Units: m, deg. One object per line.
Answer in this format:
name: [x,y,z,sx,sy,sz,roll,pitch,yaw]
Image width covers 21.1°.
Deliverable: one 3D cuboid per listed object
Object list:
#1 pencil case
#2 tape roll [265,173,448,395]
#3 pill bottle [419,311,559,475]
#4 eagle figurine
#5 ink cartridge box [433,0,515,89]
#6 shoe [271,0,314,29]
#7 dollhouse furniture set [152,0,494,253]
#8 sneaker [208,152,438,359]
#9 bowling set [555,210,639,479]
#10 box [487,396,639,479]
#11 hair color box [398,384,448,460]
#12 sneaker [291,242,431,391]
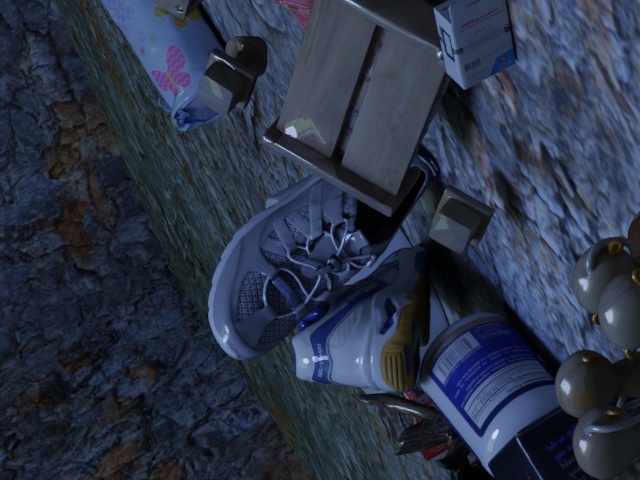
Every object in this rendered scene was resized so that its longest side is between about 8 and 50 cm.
pencil case: [-0.212,-0.283,2.335,0.273,0.113,0.124,59,147,15]
tape roll: [0.045,0.051,2.047,0.286,0.100,0.286,57,168,19]
pill bottle: [0.185,0.165,1.641,0.187,0.112,0.112,52,166,43]
eagle figurine: [0.180,0.295,1.840,0.226,0.225,0.298,35,143,45]
ink cartridge box: [0.115,-0.160,1.287,0.028,0.048,0.083,51,165,42]
shoe: [-0.010,-0.226,1.663,0.178,0.063,0.081,19,131,68]
dollhouse furniture set: [0.051,-0.213,1.458,0.355,0.174,0.303,31,140,8]
sneaker: [0.000,0.000,1.663,0.105,0.281,0.115,45,166,-25]
bowling set: [0.205,0.069,1.086,0.200,0.154,0.287,-117,22,-50]
box: [0.269,0.248,1.374,0.270,0.143,0.165,59,170,13]
hair color box: [0.129,0.217,2.238,0.072,0.043,0.141,53,166,41]
sneaker: [0.045,0.071,1.773,0.296,0.131,0.112,-51,-41,-74]
